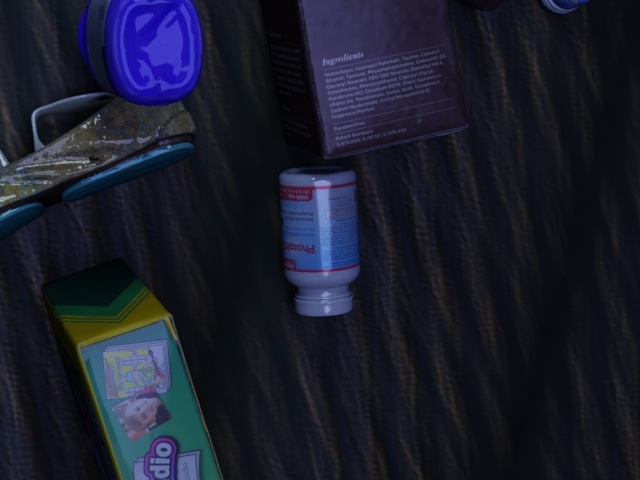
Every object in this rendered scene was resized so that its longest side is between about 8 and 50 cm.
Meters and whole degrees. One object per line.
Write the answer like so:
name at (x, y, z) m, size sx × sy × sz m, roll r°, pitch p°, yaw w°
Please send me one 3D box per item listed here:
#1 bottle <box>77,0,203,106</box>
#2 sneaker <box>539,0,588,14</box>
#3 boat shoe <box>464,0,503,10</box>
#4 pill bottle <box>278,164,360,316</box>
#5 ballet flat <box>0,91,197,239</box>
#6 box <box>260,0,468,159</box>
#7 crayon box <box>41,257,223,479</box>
bottle at (-0.187, -0.201, 1.661) m, size 0.092 × 0.283 × 0.118 m, roll -5°, pitch 100°, yaw -15°
sneaker at (0.331, -0.349, 1.897) m, size 0.080 × 0.081 × 0.211 m, roll 30°, pitch 88°, yaw -17°
boat shoe at (0.228, -0.419, 1.852) m, size 0.123 × 0.123 × 0.342 m, roll 23°, pitch 86°, yaw -48°
pill bottle at (0.000, 0.000, 1.853) m, size 0.087 × 0.087 × 0.160 m, roll -6°, pitch 100°, yaw -16°
ballet flat at (-0.302, -0.075, 1.749) m, size 0.348 × 0.123 × 0.123 m, roll -26°, pitch 105°, yaw -10°
box at (0.042, -0.207, 1.788) m, size 0.167 × 0.168 × 0.203 m, roll -13°, pitch 103°, yaw -13°
crayon box at (-0.172, 0.225, 1.720) m, size 0.106 × 0.313 × 0.363 m, roll -20°, pitch 104°, yaw -13°
